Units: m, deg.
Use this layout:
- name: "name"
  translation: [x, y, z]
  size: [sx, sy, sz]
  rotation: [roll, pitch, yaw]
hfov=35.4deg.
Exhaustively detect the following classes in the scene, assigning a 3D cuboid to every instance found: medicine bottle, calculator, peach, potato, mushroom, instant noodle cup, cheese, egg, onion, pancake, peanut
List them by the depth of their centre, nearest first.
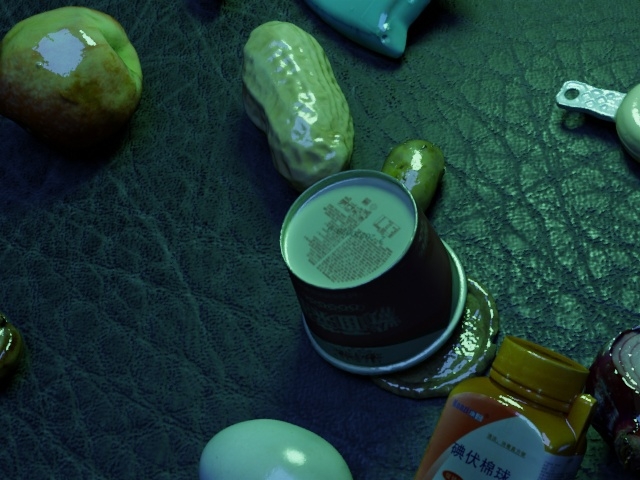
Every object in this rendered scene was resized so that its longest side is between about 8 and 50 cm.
- name: "onion"
  translation: [0.372, 0.202, 1.102]
  size: [0.195, 0.140, 0.218]
  rotation: [32, 41, 21]
- name: "medicine bottle"
  translation: [0.211, 0.228, 1.127]
  size: [0.149, 0.112, 0.222]
  rotation: [25, 96, 35]
- name: "egg"
  translation: [-0.056, 0.292, 1.197]
  size: [0.209, 0.151, 0.151]
  rotation: [16, 63, 35]
- name: "instant noodle cup"
  translation: [0.058, 0.032, 1.292]
  size: [0.234, 0.178, 0.235]
  rotation: [-11, 54, 15]
- name: "pancake"
  translation: [0.143, 0.122, 1.330]
  size: [0.199, 0.021, 0.199]
  rotation: [-8, 56, 12]
- name: "cheese"
  translation: [0.450, -0.161, 1.397]
  size: [0.248, 0.071, 0.163]
  rotation: [2, 57, 18]
- name: "potato"
  translation: [0.128, -0.088, 1.445]
  size: [0.091, 0.070, 0.138]
  rotation: [13, 62, 25]
- name: "mushroom"
  translation: [-0.495, 0.160, 1.457]
  size: [0.127, 0.087, 0.127]
  rotation: [-8, 51, 10]
- name: "peanut"
  translation: [-0.036, -0.200, 1.530]
  size: [0.152, 0.152, 0.313]
  rotation: [-24, 59, 0]
- name: "peach"
  translation: [-0.426, -0.259, 1.642]
  size: [0.256, 0.232, 0.232]
  rotation: [-23, 53, 12]
- name: "calculator"
  translation: [0.071, -0.483, 1.689]
  size: [0.256, 0.054, 0.386]
  rotation: [-51, 49, 13]
